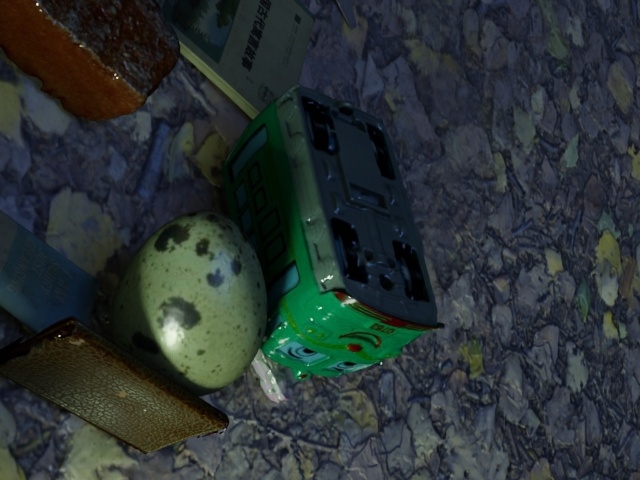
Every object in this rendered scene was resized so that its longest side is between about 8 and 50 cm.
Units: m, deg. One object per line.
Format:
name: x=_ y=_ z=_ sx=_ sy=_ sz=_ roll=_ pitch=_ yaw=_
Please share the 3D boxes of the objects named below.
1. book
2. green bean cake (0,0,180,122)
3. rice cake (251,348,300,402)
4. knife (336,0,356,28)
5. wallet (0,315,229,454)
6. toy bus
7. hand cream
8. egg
book: x=-0.122 y=-0.299 z=1.930 sx=0.282 sy=0.025 sz=0.215 roll=39 pitch=53 yaw=-36
green bean cake: x=-0.278 y=-0.243 z=1.672 sx=0.233 sy=0.097 sz=0.198 roll=55 pitch=44 yaw=-27
rice cake: x=-0.038 y=0.098 z=1.927 sx=0.198 sy=0.037 sz=0.189 roll=-40 pitch=112 yaw=-46
knife: x=0.001 y=-0.411 z=2.102 sx=0.244 sy=0.032 sz=0.058 roll=57 pitch=36 yaw=-31
wallet: x=-0.226 y=0.162 z=1.617 sx=0.243 sy=0.133 sz=0.039 roll=38 pitch=40 yaw=-38
toy bus: x=0.000 y=0.000 z=1.805 sx=0.183 sy=0.199 sz=0.343 roll=21 pitch=43 yaw=-38
hand cream: x=-0.343 y=0.016 z=1.563 sx=0.312 sy=0.070 sz=0.111 roll=41 pitch=50 yaw=-42
egg: x=-0.145 y=0.070 z=1.674 sx=0.177 sy=0.177 sz=0.228 roll=-23 pitch=138 yaw=-50
